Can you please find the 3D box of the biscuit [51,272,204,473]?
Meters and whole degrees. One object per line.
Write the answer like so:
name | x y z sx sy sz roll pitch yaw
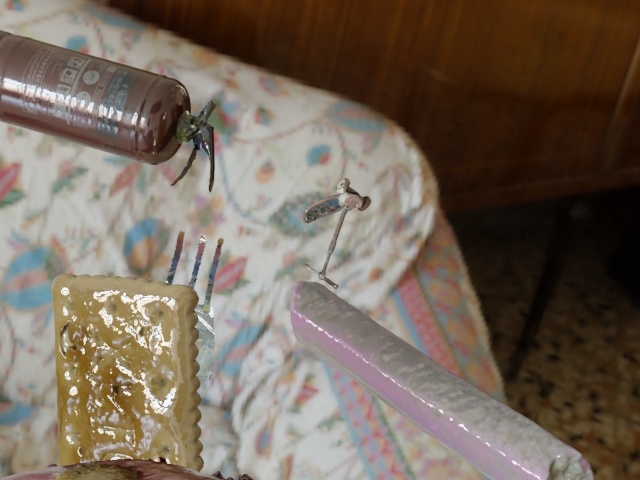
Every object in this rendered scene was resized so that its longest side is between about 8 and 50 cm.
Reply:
biscuit | -0.238 0.203 1.685 0.217 0.325 0.044 5 10 29

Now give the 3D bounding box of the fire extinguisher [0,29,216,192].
fire extinguisher | -0.274 -0.161 1.732 0.337 0.135 0.114 15 -8 12

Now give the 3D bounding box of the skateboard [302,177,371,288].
skateboard | 0.000 0.000 1.031 0.032 0.064 0.083 39 50 -26

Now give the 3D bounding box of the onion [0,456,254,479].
onion | -0.166 0.335 1.161 0.358 0.358 0.345 -23 90 -47

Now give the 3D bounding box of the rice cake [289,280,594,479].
rice cake | 0.101 0.146 1.316 0.365 0.073 0.056 33 64 33

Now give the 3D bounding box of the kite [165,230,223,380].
kite | -0.215 0.106 2.192 0.141 0.245 0.015 10 -15 9
